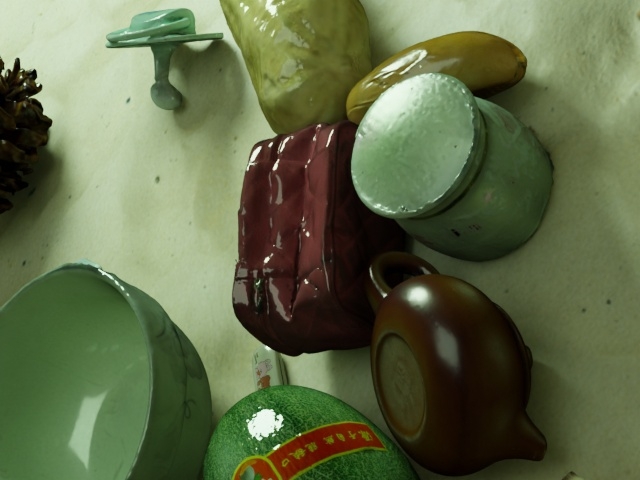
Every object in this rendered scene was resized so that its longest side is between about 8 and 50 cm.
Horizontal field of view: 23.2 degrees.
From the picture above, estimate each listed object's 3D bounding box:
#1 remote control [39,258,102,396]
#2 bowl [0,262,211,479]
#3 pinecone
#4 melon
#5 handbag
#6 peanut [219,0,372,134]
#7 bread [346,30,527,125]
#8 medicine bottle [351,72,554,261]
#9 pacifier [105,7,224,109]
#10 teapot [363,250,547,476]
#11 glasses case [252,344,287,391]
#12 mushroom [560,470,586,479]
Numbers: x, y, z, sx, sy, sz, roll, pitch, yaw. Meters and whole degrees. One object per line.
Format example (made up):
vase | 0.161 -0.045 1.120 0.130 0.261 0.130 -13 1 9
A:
remote control | -0.314 0.161 1.778 0.293 0.051 0.103 -66 20 -3
bowl | -0.231 0.193 1.615 0.307 0.163 0.307 -18 60 34
pinecone | -0.458 -0.119 1.930 0.272 0.224 0.224 -41 48 4
melon | 0.004 0.244 1.372 0.182 0.182 0.288 -54 47 8
handbag | 0.000 0.000 1.516 0.135 0.146 0.225 -11 63 32
peanut | -0.024 -0.233 1.656 0.147 0.147 0.318 -38 47 23
bread | 0.109 -0.158 1.516 0.189 0.114 0.077 -22 74 27
medicine bottle | 0.121 -0.065 1.440 0.147 0.143 0.147 -19 60 35
pacifier | -0.185 -0.210 1.814 0.150 0.127 0.116 1 96 35
teapot | 0.118 0.101 1.383 0.178 0.135 0.252 108 146 -41
glasses case | -0.051 0.142 1.579 0.032 0.021 0.083 -32 52 29
mushroom | 0.191 0.317 1.228 0.173 0.162 0.236 34 90 0
